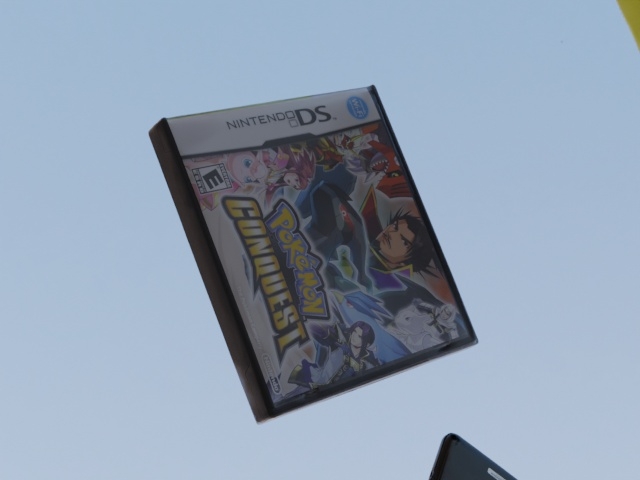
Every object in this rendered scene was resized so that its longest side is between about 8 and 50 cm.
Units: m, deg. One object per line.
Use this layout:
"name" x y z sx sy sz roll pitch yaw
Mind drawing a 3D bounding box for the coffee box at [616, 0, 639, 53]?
"coffee box" 0.504 -0.323 1.147 0.338 0.334 0.338 -10 -58 43

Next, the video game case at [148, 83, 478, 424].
"video game case" 0.000 0.000 1.056 0.035 0.248 0.275 -33 -105 51

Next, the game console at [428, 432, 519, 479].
"game console" 0.120 0.242 0.976 0.122 0.107 0.071 38 -44 -13
